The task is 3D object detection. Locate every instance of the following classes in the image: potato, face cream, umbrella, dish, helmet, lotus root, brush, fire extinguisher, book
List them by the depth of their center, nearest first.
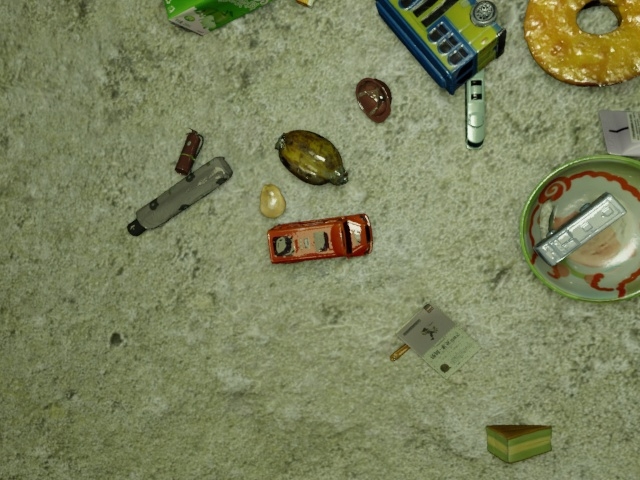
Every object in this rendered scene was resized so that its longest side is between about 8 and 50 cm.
[{"bbox_3d":[0.755,-0.223,1.147,0.273,0.096,0.154,8,55,8],"label":"face cream"},{"bbox_3d":[0.618,-0.029,1.195,0.324,0.124,0.324,3,99,18],"label":"dish"},{"bbox_3d":[0.141,-0.346,1.282,0.089,0.057,0.111,-27,97,49],"label":"helmet"},{"bbox_3d":[-0.018,-0.200,1.302,0.209,0.120,0.120,32,101,8],"label":"lotus root"},{"bbox_3d":[0.295,0.250,1.329,0.181,0.014,0.127,43,105,-4],"label":"book"},{"bbox_3d":[0.242,0.254,1.354,0.170,0.014,0.043,-42,86,13],"label":"brush"},{"bbox_3d":[-0.125,-0.101,1.361,0.068,0.062,0.083,-15,119,-16],"label":"potato"},{"bbox_3d":[-0.341,-0.235,1.382,0.056,0.039,0.132,11,69,9],"label":"fire extinguisher"},{"bbox_3d":[-0.379,-0.111,1.409,0.337,0.067,0.073,-31,79,14],"label":"umbrella"}]

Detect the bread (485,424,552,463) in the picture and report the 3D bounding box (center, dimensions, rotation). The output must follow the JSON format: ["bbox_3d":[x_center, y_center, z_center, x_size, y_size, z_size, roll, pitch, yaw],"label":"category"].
[{"bbox_3d":[0.499,0.497,1.331,0.139,0.084,0.074,-8,95,-19],"label":"bread"}]

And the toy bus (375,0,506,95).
[{"bbox_3d":[0.262,-0.491,1.180,0.175,0.138,0.288,-39,78,11],"label":"toy bus"}]

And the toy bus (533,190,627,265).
[{"bbox_3d":[0.544,-0.020,1.114,0.190,0.075,0.064,-42,85,18],"label":"toy bus"}]

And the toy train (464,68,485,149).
[{"bbox_3d":[0.363,-0.319,1.246,0.043,0.047,0.208,-1,95,6],"label":"toy train"}]

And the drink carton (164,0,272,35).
[{"bbox_3d":[-0.237,-0.603,1.258,0.271,0.161,0.108,-17,91,21],"label":"drink carton"}]

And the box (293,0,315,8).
[{"bbox_3d":[-0.030,-0.695,1.288,0.122,0.032,0.220,26,100,7],"label":"box"}]

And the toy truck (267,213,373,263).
[{"bbox_3d":[0.000,0.000,1.320,0.252,0.114,0.108,-7,94,13],"label":"toy truck"}]

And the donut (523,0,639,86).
[{"bbox_3d":[0.595,-0.468,1.153,0.302,0.110,0.303,1,95,13],"label":"donut"}]
